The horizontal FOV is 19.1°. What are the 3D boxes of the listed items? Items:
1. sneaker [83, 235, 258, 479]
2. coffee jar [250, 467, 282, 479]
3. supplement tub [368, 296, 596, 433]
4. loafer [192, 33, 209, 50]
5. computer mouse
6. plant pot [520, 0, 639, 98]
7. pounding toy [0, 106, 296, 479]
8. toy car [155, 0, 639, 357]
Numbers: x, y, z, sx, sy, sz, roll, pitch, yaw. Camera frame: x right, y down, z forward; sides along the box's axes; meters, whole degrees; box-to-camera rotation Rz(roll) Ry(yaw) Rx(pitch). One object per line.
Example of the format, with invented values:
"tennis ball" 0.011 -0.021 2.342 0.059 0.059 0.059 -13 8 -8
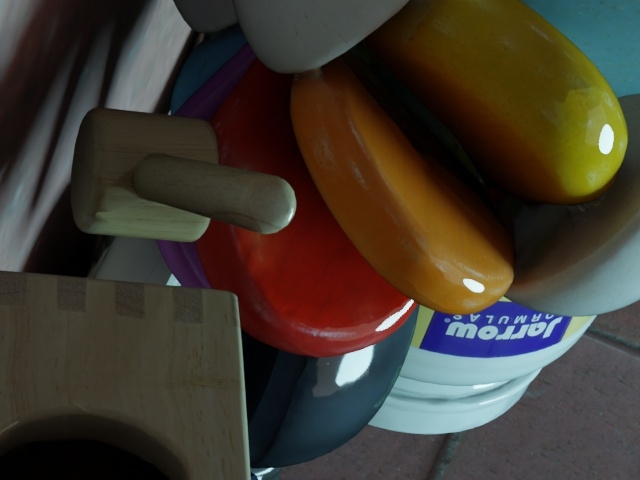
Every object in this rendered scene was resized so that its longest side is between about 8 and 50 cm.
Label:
"sneaker" -0.052 0.125 0.735 0.350 0.148 0.131 109 3 -47
"coffee jar" -0.082 0.145 0.896 0.096 0.079 0.184 -7 131 -37
"supplement tub" 0.089 -0.064 1.161 0.241 0.241 0.331 -66 176 -48
"loafer" -0.040 -0.032 0.738 0.039 0.045 0.125 76 11 -60
"computer mouse" 0.000 0.000 0.854 0.272 0.072 0.188 -98 -152 -57
"plant pot" 0.101 -0.165 0.692 0.195 0.290 0.290 -28 162 -20
"pounding toy" -0.069 0.048 0.443 0.181 0.094 0.206 109 -19 -46
"toy car" 0.011 -0.030 0.569 0.136 0.159 0.182 -48 -157 -2
